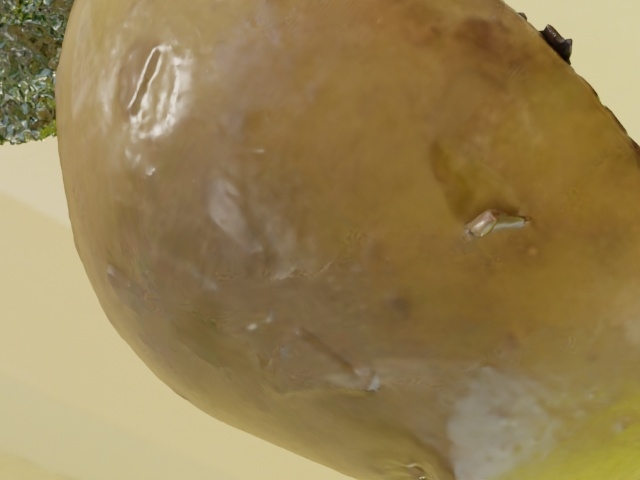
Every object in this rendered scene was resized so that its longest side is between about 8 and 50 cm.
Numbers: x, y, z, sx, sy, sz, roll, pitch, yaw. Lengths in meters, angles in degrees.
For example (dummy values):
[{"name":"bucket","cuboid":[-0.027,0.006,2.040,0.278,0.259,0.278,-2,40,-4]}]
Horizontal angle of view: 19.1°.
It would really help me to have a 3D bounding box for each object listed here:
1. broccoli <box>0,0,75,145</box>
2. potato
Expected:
[{"name":"broccoli","cuboid":[-0.166,-0.208,1.225,0.283,0.321,0.304,-77,-2,-78]},{"name":"potato","cuboid":[0.000,0.000,0.697,0.299,0.239,0.116,41,-129,9]}]
